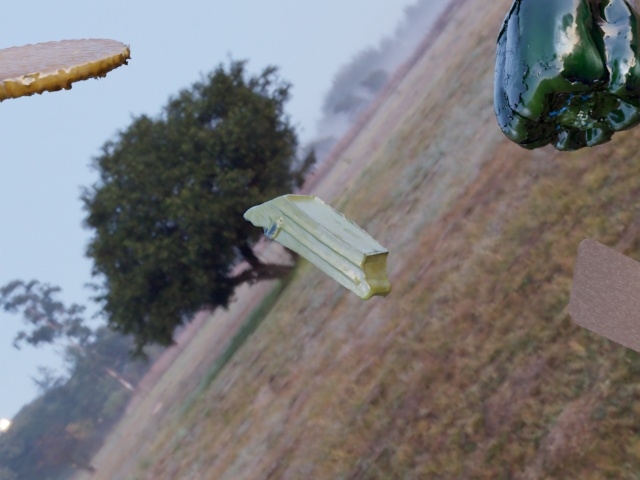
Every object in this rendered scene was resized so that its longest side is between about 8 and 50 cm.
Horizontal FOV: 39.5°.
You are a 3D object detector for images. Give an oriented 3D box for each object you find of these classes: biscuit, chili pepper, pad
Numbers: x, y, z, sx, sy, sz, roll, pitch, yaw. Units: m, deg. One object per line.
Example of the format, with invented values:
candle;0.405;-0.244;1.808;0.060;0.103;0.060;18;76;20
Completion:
biscuit;-0.351;-0.201;1.055;0.254;0.254;0.035;-49;-43;-59
chili pepper;0.397;-0.288;1.449;0.233;0.249;0.256;-34;48;52
pad;0.579;0.115;1.672;0.002;0.266;0.176;-32;38;61

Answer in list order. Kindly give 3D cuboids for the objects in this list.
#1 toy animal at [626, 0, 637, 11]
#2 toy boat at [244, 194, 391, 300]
toy animal;0.520;-0.397;1.603;0.090;0.324;0.195;-28;30;38
toy boat;0.002;-0.006;1.457;0.111;0.276;0.084;-6;-54;-59
